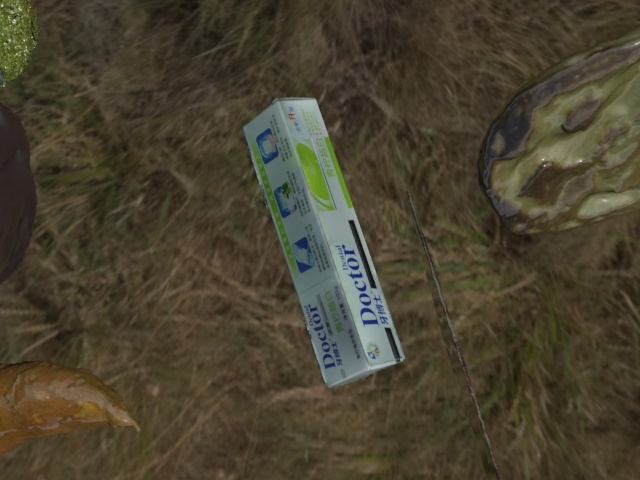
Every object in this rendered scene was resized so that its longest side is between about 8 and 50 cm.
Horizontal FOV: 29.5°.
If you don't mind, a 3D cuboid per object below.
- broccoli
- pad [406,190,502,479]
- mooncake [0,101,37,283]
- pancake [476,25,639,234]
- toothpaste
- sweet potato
[{"bbox_3d":[-0.306,-0.186,1.059,0.120,0.130,0.131,8,89,-39],"label":"broccoli"},{"bbox_3d":[0.124,0.146,0.953,0.004,0.330,0.220,-16,145,3],"label":"pad"},{"bbox_3d":[-0.523,-0.029,1.355,0.381,0.212,0.351,5,113,7],"label":"mooncake"},{"bbox_3d":[0.297,-0.109,1.260,0.294,0.049,0.294,-14,142,-11],"label":"pancake"},{"bbox_3d":[0.000,0.000,1.433,0.081,0.067,0.337,-31,73,47],"label":"toothpaste"},{"bbox_3d":[-0.235,0.107,0.729,0.314,0.072,0.066,-5,66,25],"label":"sweet potato"}]
